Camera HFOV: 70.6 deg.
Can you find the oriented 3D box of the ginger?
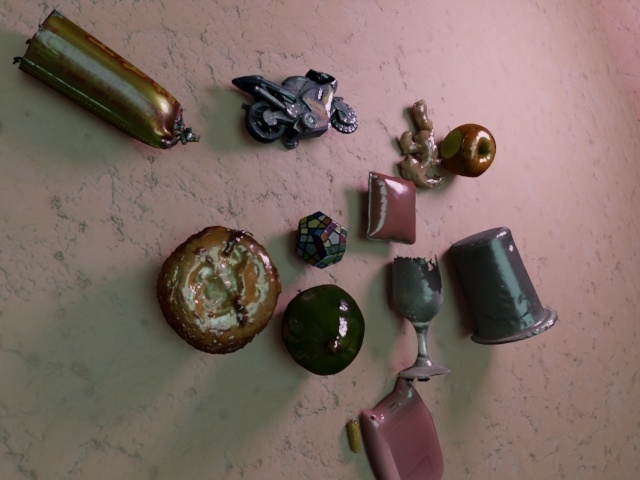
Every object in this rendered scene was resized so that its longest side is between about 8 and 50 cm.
[{"bbox_3d":[0.281,-0.277,1.291,0.149,0.065,0.259,-6,90,-32],"label":"ginger"}]

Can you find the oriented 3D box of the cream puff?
[{"bbox_3d":[-0.191,0.091,0.869,0.239,0.164,0.241,4,79,-19],"label":"cream puff"}]

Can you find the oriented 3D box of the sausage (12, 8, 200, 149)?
[{"bbox_3d":[-0.360,-0.263,0.813,0.317,0.117,0.125,32,28,-27],"label":"sausage"}]

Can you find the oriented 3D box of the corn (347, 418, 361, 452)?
[{"bbox_3d":[0.082,0.468,1.089,0.028,0.027,0.084,-11,93,-21],"label":"corn"}]

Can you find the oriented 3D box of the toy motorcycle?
[{"bbox_3d":[-0.048,-0.314,1.050,0.306,0.108,0.174,-13,83,-33],"label":"toy motorcycle"}]

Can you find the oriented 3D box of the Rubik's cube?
[{"bbox_3d":[0.000,0.000,1.036,0.111,0.133,0.133,9,79,-8],"label":"Rubik's cube"}]

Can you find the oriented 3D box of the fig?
[{"bbox_3d":[0.018,0.194,0.953,0.195,0.245,0.196,0,91,-19],"label":"fig"}]

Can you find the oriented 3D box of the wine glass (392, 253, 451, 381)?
[{"bbox_3d":[0.255,0.195,1.176,0.143,0.143,0.322,-2,85,-34],"label":"wine glass"}]

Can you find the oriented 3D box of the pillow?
[{"bbox_3d":[0.183,-0.081,1.191,0.171,0.075,0.179,7,80,-33],"label":"pillow"}]

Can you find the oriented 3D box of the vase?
[{"bbox_3d":[0.509,0.120,1.301,0.244,0.245,0.292,-22,93,-34],"label":"vase"}]

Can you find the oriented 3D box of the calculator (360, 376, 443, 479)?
[{"bbox_3d":[0.226,0.540,1.167,0.220,0.048,0.330,-29,103,-35],"label":"calculator"}]

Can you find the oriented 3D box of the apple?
[{"bbox_3d":[0.436,-0.263,1.348,0.146,0.147,0.164,14,89,-27],"label":"apple"}]
